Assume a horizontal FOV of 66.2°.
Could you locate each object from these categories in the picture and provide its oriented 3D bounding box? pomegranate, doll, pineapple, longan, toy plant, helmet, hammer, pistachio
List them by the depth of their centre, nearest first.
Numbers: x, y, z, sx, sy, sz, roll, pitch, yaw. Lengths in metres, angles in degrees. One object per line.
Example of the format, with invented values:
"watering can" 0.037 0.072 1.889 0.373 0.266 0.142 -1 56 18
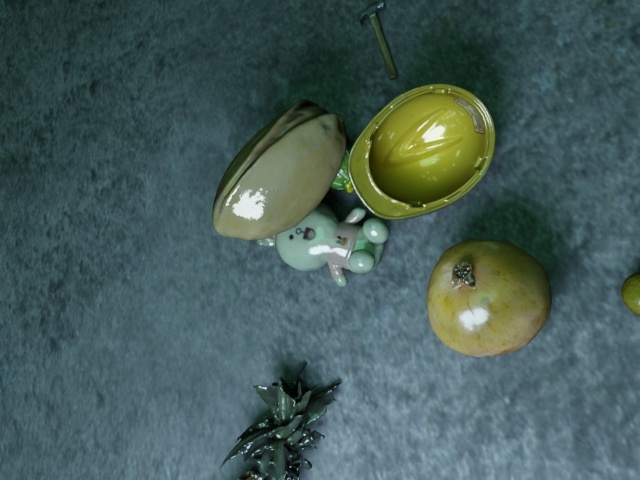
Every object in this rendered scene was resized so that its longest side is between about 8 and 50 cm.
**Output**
"longan" 0.489 0.078 0.721 0.075 0.083 0.075 1 85 -15
"pomegranate" 0.256 0.090 0.763 0.191 0.191 0.192 -5 77 22
"pistachio" -0.073 -0.116 0.860 0.293 0.181 0.162 -45 63 -4
"pineapple" -0.089 0.396 0.879 0.165 0.165 0.365 13 75 25
"helmet" 0.171 -0.161 0.879 0.256 0.140 0.205 -31 103 9
"doll" 0.009 0.003 0.937 0.274 0.113 0.155 9 85 32
"toy plant" 0.027 -0.166 0.970 0.092 0.092 0.162 -39 67 11
"hammer" 0.125 -0.413 1.023 0.062 0.017 0.182 -19 73 19
